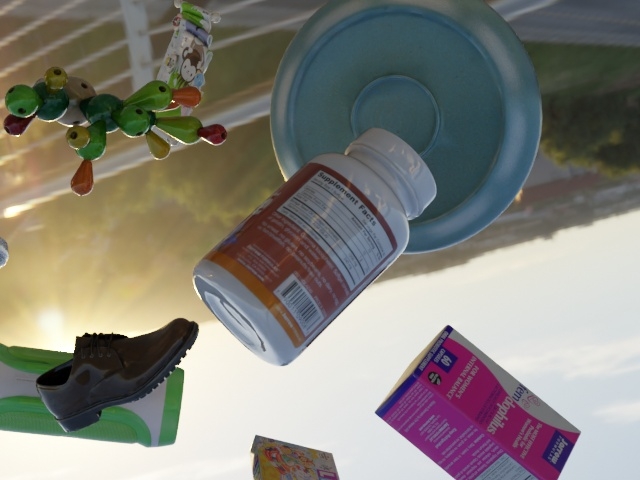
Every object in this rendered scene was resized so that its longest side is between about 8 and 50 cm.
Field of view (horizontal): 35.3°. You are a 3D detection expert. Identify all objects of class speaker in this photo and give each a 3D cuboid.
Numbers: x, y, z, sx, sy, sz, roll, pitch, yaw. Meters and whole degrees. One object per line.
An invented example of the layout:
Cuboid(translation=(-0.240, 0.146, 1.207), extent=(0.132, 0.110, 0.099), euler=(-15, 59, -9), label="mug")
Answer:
Cuboid(translation=(-0.343, 0.215, 1.397), extent=(0.297, 0.131, 0.131), euler=(8, 176, -8), label="speaker")

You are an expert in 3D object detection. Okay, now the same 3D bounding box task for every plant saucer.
Cuboid(translation=(0.088, -0.137, 1.137), extent=(0.318, 0.317, 0.044), euler=(-15, -175, 17), label="plant saucer")

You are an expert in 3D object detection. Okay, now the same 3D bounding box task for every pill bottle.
Cuboid(translation=(0.000, 0.000, 0.900), extent=(0.216, 0.121, 0.121), euler=(-44, -170, -19), label="pill bottle")

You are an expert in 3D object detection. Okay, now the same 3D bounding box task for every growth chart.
Cuboid(translation=(-0.233, -0.281, 1.664), extent=(0.021, 0.237, 0.172), euler=(18, -176, -40), label="growth chart")

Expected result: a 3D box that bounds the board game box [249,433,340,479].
Cuboid(translation=(-0.026, 0.287, 1.177), extent=(0.104, 0.026, 0.154), euler=(17, -165, -14), label="board game box")

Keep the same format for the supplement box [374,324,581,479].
Cuboid(translation=(0.200, 0.232, 1.280), extent=(0.111, 0.220, 0.114), euler=(-46, 173, -45), label="supplement box")

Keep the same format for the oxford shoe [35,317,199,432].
Cuboid(translation=(-0.250, 0.147, 1.214), extent=(0.227, 0.096, 0.083), euler=(-30, -157, 13), label="oxford shoe")

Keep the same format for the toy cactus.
Cuboid(translation=(-0.217, -0.118, 0.973), extent=(0.219, 0.112, 0.181), euler=(-10, -157, -43), label="toy cactus")

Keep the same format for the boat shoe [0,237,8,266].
Cuboid(translation=(-0.485, 0.032, 1.208), extent=(0.096, 0.088, 0.267), euler=(-17, 167, 24), label="boat shoe")
